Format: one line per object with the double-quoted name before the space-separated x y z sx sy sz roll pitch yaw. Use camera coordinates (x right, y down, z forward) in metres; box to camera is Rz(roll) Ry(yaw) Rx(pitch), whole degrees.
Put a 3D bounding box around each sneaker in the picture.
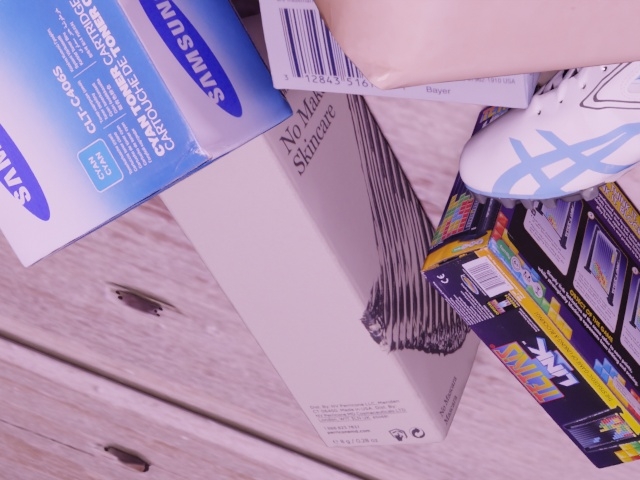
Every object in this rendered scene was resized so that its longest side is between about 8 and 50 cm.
"sneaker" 0.149 -0.079 0.576 0.237 0.085 0.086 -24 105 47

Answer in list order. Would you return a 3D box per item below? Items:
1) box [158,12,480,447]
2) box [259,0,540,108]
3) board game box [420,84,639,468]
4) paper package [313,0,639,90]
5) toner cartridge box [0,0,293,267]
"box" 0.000 0.000 0.792 0.094 0.113 0.275 -8 130 32
"box" 0.053 -0.134 0.612 0.126 0.137 0.072 7 133 19
"board game box" 0.139 0.020 0.720 0.048 0.141 0.170 -24 118 38
"paper package" 0.139 -0.222 0.327 0.309 0.168 0.325 -9 132 -23
"toner cartridge box" -0.171 -0.173 0.643 0.165 0.075 0.348 -26 97 42
